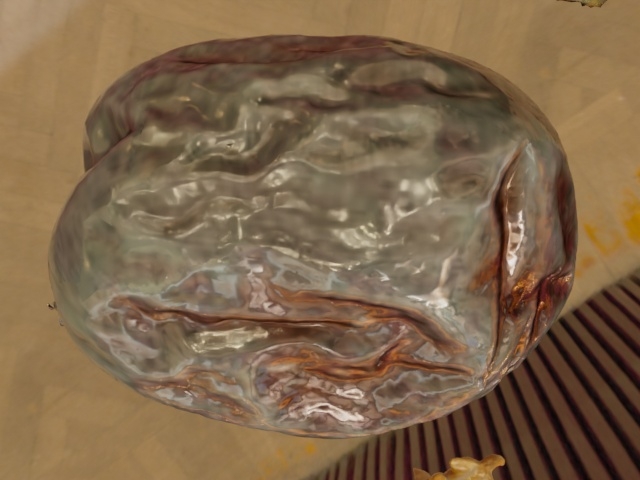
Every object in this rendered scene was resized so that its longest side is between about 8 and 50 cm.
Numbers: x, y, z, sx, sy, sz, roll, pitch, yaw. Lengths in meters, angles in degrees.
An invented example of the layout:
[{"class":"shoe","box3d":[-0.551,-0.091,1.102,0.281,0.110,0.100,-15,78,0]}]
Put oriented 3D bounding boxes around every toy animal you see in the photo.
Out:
[{"class":"toy animal","box3d":[0.111,0.206,0.869,0.081,0.083,0.060,-40,81,-17]}]

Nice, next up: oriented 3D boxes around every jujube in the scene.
[{"class":"jujube","box3d":[0.001,-0.008,0.624,0.307,0.215,0.247,7,133,3]}]

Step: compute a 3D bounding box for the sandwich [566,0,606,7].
[{"class":"sandwich","box3d":[0.161,-0.258,0.501,0.063,0.245,0.212,5,79,-10]}]
